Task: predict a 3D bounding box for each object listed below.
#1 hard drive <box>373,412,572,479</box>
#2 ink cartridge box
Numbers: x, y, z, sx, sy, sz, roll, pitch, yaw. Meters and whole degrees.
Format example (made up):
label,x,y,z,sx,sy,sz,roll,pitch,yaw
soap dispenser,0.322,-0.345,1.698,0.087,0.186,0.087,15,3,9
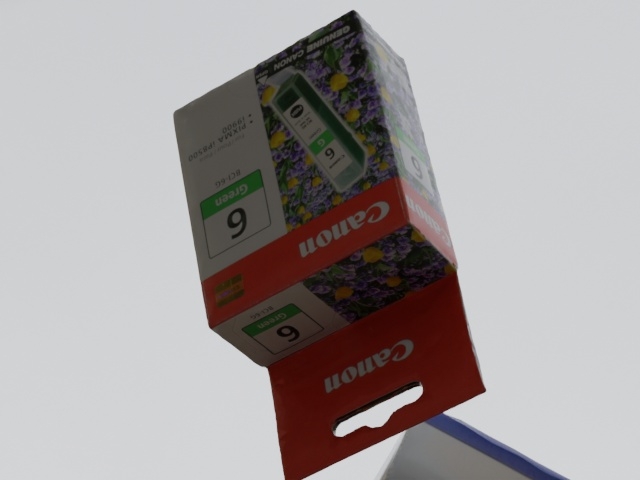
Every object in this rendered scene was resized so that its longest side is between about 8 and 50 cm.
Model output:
label,x,y,z,sx,sy,sz,roll,pitch,yaw
hard drive,0.130,0.192,0.577,0.318,0.040,0.210,28,-45,2
ink cartridge box,0.000,0.000,0.506,0.063,0.029,0.115,-28,-132,19
